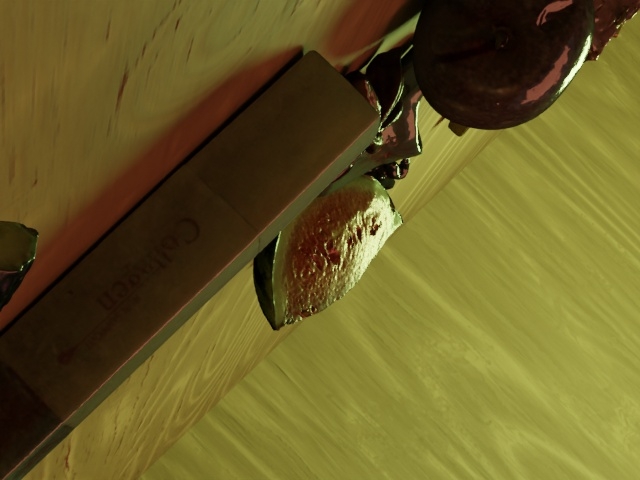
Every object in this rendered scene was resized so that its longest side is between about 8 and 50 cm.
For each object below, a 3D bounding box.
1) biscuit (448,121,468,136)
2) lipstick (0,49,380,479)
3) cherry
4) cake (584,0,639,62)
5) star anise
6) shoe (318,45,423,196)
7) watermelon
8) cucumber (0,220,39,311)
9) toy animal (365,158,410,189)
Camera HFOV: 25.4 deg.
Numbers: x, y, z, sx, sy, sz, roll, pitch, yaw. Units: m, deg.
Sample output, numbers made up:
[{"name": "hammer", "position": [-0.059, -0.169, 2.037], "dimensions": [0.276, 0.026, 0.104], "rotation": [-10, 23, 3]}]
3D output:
[{"name": "biscuit", "position": [0.282, -0.261, 2.049], "dimensions": [0.183, 0.047, 0.320], "rotation": [-38, 171, -39]}, {"name": "lipstick", "position": [-0.114, 0.021, 0.997], "dimensions": [0.371, 0.076, 0.080], "rotation": [-44, 174, -8]}, {"name": "cherry", "position": [0.153, -0.173, 1.213], "dimensions": [0.176, 0.140, 0.176], "rotation": [-58, 180, 1]}, {"name": "cake", "position": [0.263, -0.261, 1.534], "dimensions": [0.116, 0.113, 0.295], "rotation": [-38, -171, 2]}, {"name": "star anise", "position": [0.025, -0.099, 1.242], "dimensions": [0.168, 0.057, 0.168], "rotation": [-44, 176, -4]}, {"name": "shoe", "position": [0.067, -0.105, 1.363], "dimensions": [0.195, 0.078, 0.079], "rotation": [-51, -172, 15]}, {"name": "watermelon", "position": [0.005, -0.001, 1.513], "dimensions": [0.063, 0.119, 0.245], "rotation": [-34, -176, 45]}, {"name": "cucumber", "position": [-0.205, 0.059, 0.617], "dimensions": [0.241, 0.074, 0.074], "rotation": [-47, 174, 35]}, {"name": "toy animal", "position": [0.005, -0.024, 1.666], "dimensions": [0.232, 0.084, 0.148], "rotation": [-43, 163, -5]}]
